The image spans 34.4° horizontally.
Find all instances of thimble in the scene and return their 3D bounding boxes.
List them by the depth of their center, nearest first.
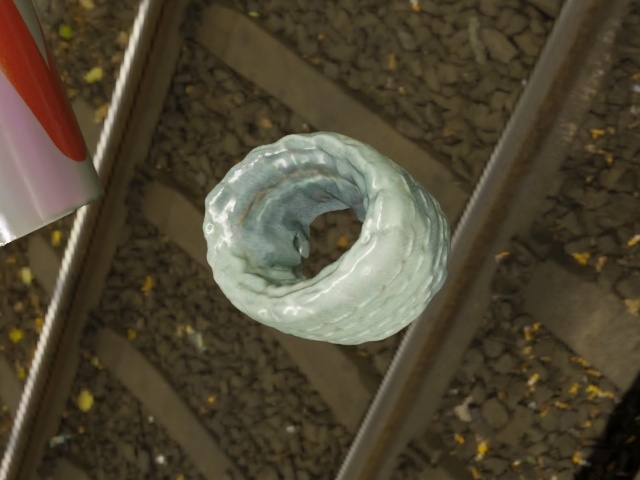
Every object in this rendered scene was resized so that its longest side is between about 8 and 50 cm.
[{"bbox_3d":[0.000,0.000,1.077,0.250,0.172,0.205,-3,75,31],"label":"thimble"}]

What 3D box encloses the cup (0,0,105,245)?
[{"bbox_3d":[-0.305,-0.140,0.874,0.203,0.203,0.288,-17,101,45],"label":"cup"}]
